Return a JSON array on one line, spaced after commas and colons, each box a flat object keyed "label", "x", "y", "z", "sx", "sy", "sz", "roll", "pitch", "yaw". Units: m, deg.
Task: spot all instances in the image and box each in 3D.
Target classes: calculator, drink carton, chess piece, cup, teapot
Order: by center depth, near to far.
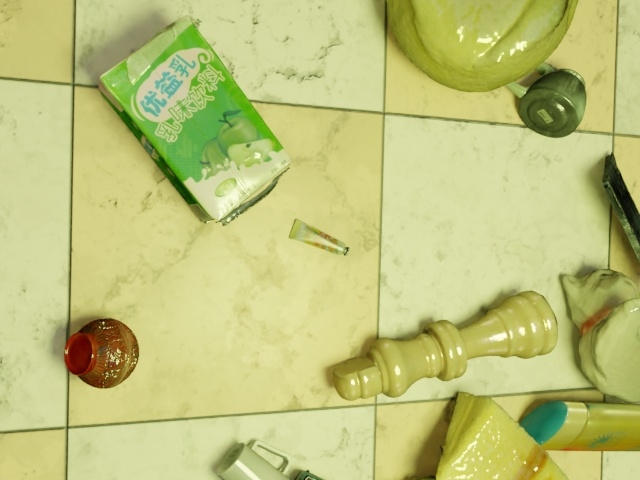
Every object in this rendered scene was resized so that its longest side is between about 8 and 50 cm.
[{"label": "drink carton", "x": -0.177, "y": -0.168, "z": 0.996, "sx": 0.161, "sy": 0.108, "sz": 0.271, "roll": -41, "pitch": 105, "yaw": -15}, {"label": "cup", "x": -0.094, "y": 0.368, "z": 1.071, "sx": 0.116, "sy": 0.074, "sz": 0.104, "roll": 46, "pitch": 53, "yaw": -11}, {"label": "chess piece", "x": 0.207, "y": 0.186, "z": 1.151, "sx": 0.396, "sy": 0.117, "sz": 0.117, "roll": -13, "pitch": 96, "yaw": -18}, {"label": "teapot", "x": 0.413, "y": -0.262, "z": 1.230, "sx": 0.108, "sy": 0.149, "sz": 0.111, "roll": -51, "pitch": 146, "yaw": -27}, {"label": "calculator", "x": 0.594, "y": -0.030, "z": 1.284, "sx": 0.262, "sy": 0.021, "sz": 0.161, "roll": 60, "pitch": 34, "yaw": -11}]

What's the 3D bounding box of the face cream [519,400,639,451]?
[{"label": "face cream", "x": 0.511, "y": 0.348, "z": 1.264, "sx": 0.284, "sy": 0.067, "sz": 0.139, "roll": 7, "pitch": 134, "yaw": -20}]

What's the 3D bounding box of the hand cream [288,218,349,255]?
[{"label": "hand cream", "x": 0.000, "y": 0.000, "z": 1.114, "sx": 0.102, "sy": 0.022, "sz": 0.035, "roll": 24, "pitch": 91, "yaw": -15}]

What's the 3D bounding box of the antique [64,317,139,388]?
[{"label": "antique", "x": -0.306, "y": 0.161, "z": 0.965, "sx": 0.104, "sy": 0.104, "sz": 0.104, "roll": -1, "pitch": 92, "yaw": -20}]

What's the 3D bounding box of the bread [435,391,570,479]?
[{"label": "bread", "x": 0.289, "y": 0.402, "z": 1.153, "sx": 0.240, "sy": 0.135, "sz": 0.178, "roll": 45, "pitch": 75, "yaw": -8}]

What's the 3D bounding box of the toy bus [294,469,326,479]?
[{"label": "toy bus", "x": 0.006, "y": 0.419, "z": 1.099, "sx": 0.122, "sy": 0.075, "sz": 0.060, "roll": 31, "pitch": 81, "yaw": -18}]

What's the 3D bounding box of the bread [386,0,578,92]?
[{"label": "bread", "x": 0.261, "y": -0.401, "z": 1.093, "sx": 0.320, "sy": 0.237, "sz": 0.321, "roll": 1, "pitch": 83, "yaw": -8}]

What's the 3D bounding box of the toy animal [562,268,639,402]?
[{"label": "toy animal", "x": 0.584, "y": 0.177, "z": 1.280, "sx": 0.307, "sy": 0.188, "sz": 0.266, "roll": -1, "pitch": 116, "yaw": -26}]

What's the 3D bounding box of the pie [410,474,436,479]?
[{"label": "pie", "x": 0.217, "y": 0.562, "z": 1.168, "sx": 0.354, "sy": 0.103, "sz": 0.289, "roll": 27, "pitch": 84, "yaw": -19}]
